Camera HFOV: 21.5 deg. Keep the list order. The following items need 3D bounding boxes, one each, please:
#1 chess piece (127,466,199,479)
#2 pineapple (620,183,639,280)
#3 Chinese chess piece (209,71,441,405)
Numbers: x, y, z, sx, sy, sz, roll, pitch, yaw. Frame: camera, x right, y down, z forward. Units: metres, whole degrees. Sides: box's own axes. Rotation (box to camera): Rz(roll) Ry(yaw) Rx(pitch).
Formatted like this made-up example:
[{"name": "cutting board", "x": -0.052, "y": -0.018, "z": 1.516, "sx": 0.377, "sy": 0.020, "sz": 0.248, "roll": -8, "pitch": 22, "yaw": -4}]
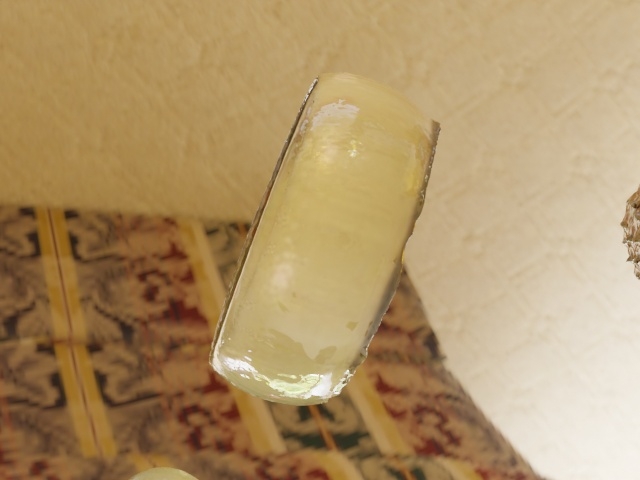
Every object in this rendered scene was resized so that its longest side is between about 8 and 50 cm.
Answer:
[{"name": "chess piece", "x": -0.087, "y": 0.364, "z": 1.827, "sx": 0.330, "sy": 0.182, "sz": 0.182, "roll": 34, "pitch": 108, "yaw": -14}, {"name": "pineapple", "x": 0.389, "y": 0.014, "z": 1.635, "sx": 0.169, "sy": 0.340, "sz": 0.169, "roll": 0, "pitch": 102, "yaw": 0}, {"name": "Chinese chess piece", "x": 0.000, "y": 0.000, "z": 1.244, "sx": 0.103, "sy": 0.250, "sz": 0.250, "roll": 21, "pitch": 114, "yaw": -5}]
